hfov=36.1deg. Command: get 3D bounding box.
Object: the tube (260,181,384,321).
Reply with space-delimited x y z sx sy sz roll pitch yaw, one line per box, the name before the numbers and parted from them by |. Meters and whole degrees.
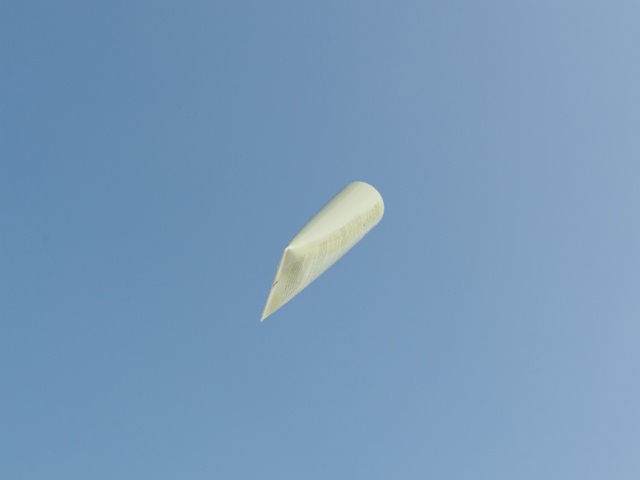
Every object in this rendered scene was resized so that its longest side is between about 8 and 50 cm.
tube | 0.000 0.000 1.080 0.062 0.240 0.070 -13 -73 30
